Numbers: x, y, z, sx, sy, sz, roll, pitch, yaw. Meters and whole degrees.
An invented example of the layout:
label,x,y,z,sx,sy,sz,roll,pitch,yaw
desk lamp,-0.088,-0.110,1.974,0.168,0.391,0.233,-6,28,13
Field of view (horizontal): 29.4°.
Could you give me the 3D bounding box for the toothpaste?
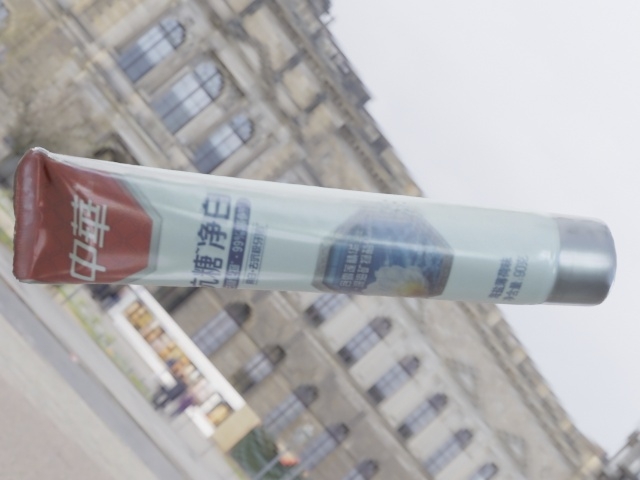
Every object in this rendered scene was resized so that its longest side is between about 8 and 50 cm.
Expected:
label,x,y,z,sx,sy,sz,roll,pitch,yaw
toothpaste,0.000,0.000,0.485,0.039,0.239,0.062,-101,-162,-55
